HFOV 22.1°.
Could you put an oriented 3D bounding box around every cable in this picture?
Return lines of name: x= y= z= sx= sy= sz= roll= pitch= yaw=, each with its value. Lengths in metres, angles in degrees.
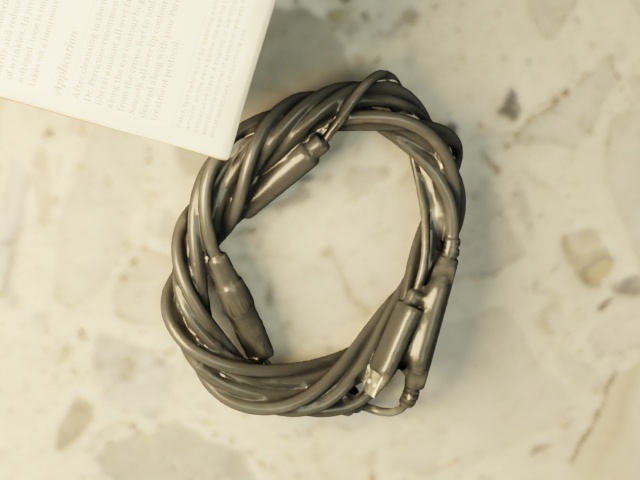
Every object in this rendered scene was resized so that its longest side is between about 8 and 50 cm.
cable: x=0.000 y=0.000 z=0.839 sx=0.151 sy=0.047 sz=0.184 roll=12 pitch=100 yaw=-12

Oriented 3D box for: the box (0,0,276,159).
box: x=-0.121 y=-0.108 z=0.736 sx=0.170 sy=0.130 sz=0.091 roll=15 pitch=97 yaw=-17
